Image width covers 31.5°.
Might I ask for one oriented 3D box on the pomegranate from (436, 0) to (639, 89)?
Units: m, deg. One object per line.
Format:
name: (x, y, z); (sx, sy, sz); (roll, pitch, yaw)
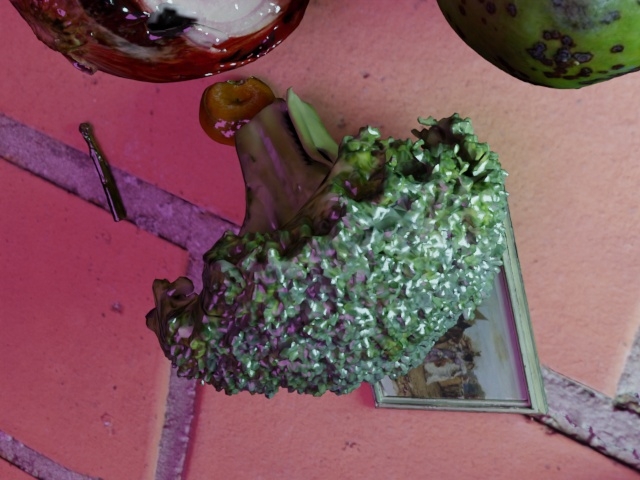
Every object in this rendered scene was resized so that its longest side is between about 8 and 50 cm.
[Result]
pomegranate: (0.216, -0.242, 0.880); (0.254, 0.270, 0.254); (167, 90, -71)

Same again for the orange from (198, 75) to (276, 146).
orange: (-0.086, -0.131, 1.201); (0.086, 0.086, 0.062); (24, 146, 18)

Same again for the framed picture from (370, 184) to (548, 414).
framed picture: (0.121, 0.069, 1.216); (0.217, 0.017, 0.274); (-5, 110, 31)

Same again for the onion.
onion: (-0.165, -0.297, 1.013); (0.341, 0.341, 0.341); (13, 119, 24)

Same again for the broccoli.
broccoli: (0.013, 0.019, 1.097); (0.375, 0.302, 0.249); (-35, 117, 12)

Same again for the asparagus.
asparagus: (-0.262, -0.082, 1.361); (0.018, 0.015, 0.127); (-8, 109, 31)
